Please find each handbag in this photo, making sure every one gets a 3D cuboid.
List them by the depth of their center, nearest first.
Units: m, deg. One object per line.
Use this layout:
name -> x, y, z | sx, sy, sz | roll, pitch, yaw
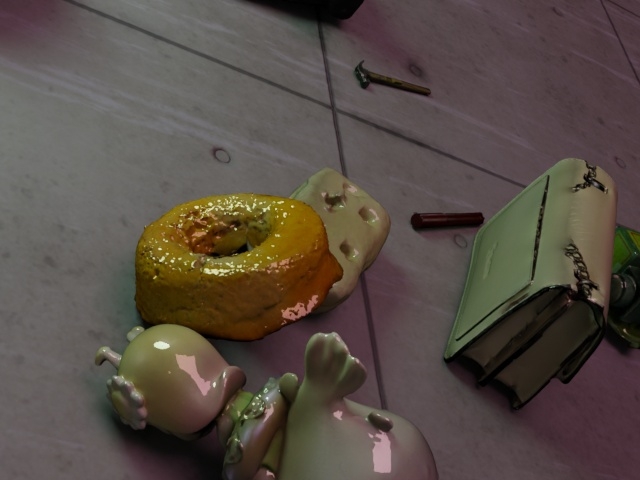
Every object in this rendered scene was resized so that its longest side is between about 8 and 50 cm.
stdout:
handbag -> 0.340, 0.053, 1.598 | 0.160, 0.237, 0.358 | 33, 37, -6

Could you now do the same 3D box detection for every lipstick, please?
lipstick -> 0.216, -0.034, 1.756 | 0.176, 0.027, 0.027 | -2, 54, -45

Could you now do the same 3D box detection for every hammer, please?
hammer -> 0.135, -0.295, 1.957 | 0.182, 0.017, 0.062 | 7, 48, -39

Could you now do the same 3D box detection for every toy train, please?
toy train -> 0.589, 0.090, 1.851 | 0.272, 0.159, 0.188 | 15, 37, -30

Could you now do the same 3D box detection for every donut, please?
donut -> -0.101, 0.031, 1.262 | 0.253, 0.118, 0.253 | -2, 29, 1

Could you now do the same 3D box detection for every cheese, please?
cheese -> 0.001, -0.001, 1.477 | 0.159, 0.093, 0.263 | 39, 37, 0

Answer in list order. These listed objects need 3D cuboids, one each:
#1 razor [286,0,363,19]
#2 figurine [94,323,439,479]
razor -> -0.068, -0.513, 1.922 | 0.327, 0.107, 0.189 | 10, 45, -35
figurine -> -0.055, 0.187, 1.124 | 0.394, 0.274, 0.226 | 28, 31, 13
